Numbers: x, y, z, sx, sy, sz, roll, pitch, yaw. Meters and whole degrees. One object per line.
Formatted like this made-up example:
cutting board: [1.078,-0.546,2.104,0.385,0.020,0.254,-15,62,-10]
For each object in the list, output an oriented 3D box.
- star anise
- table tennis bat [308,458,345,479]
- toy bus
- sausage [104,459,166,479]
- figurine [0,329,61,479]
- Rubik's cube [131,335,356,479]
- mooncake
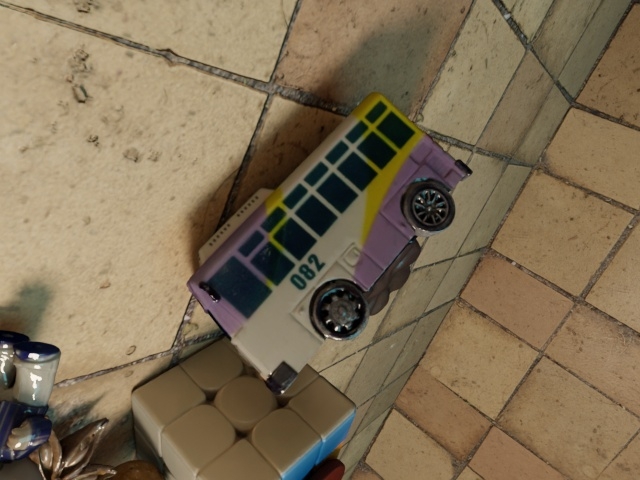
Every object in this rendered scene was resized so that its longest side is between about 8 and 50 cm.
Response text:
star anise: [-0.384,0.343,0.675,0.172,0.063,0.207,-22,109,-51]
table tennis bat: [-0.022,0.531,0.904,0.200,0.038,0.310,-37,148,-32]
toy bus: [0.000,0.000,0.745,0.440,0.249,0.209,-48,-178,-14]
sausage: [-0.414,0.569,0.828,0.136,0.123,0.500,3,126,-53]
figurine: [-0.381,0.241,0.529,0.133,0.194,0.274,44,40,-82]
Rubik's cube: [-0.150,0.387,0.896,0.292,0.291,0.290,-30,143,-41]
mooncake: [0.099,0.065,1.095,0.306,0.154,0.306,-38,150,-26]
